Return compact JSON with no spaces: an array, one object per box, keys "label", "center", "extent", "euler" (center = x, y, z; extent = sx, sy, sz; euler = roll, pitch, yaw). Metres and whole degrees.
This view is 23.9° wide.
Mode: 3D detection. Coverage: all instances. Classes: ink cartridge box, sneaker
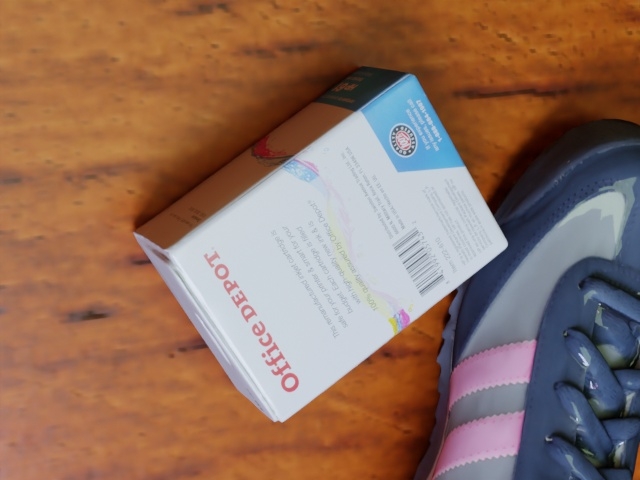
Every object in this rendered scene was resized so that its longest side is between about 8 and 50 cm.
[{"label":"ink cartridge box","center":[0.000,0.000,0.609],"extent":[0.122,0.052,0.088],"euler":[-37,113,-14]},{"label":"sneaker","center":[0.102,0.107,0.633],"extent":[0.112,0.131,0.319],"euler":[19,93,-26]}]
